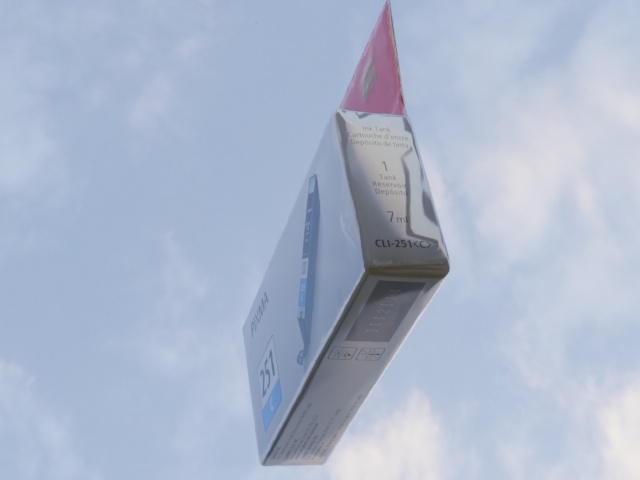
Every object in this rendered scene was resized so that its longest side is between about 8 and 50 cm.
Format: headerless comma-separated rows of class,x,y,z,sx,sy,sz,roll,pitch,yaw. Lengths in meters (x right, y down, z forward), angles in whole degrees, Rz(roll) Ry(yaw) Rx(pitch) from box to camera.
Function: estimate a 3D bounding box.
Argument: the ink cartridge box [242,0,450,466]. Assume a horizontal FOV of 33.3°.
ink cartridge box,0.000,0.000,0.851,0.066,0.261,0.296,3,-37,-18
